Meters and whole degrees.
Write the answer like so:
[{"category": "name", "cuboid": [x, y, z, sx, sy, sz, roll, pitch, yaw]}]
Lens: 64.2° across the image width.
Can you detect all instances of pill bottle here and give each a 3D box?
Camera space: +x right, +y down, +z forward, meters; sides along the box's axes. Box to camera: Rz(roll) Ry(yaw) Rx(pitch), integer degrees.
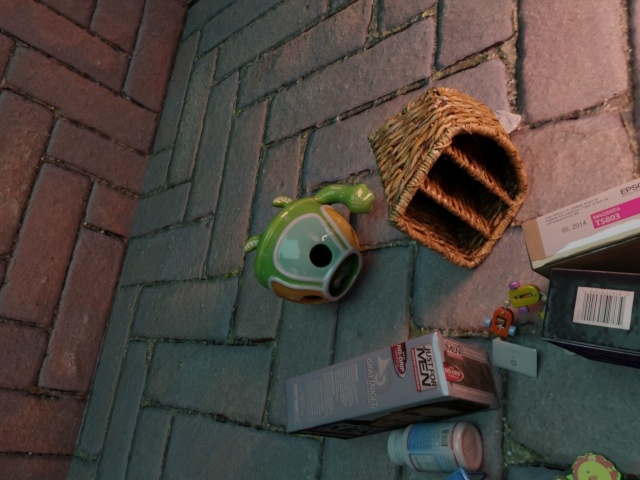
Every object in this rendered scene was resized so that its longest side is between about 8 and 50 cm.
[{"category": "pill bottle", "cuboid": [0.208, 0.382, 0.944, 0.160, 0.087, 0.087, -20, 58, 40]}]

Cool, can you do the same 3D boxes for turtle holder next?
[{"category": "turtle holder", "cuboid": [-0.002, 0.017, 1.263, 0.228, 0.243, 0.320, 29, 53, 34]}]

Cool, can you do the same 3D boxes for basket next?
[{"category": "basket", "cuboid": [0.267, -0.112, 0.958, 0.214, 0.299, 0.222, -33, 48, 30]}]

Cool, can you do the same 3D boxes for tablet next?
[{"category": "tablet", "cuboid": [0.349, 0.212, 0.920, 0.083, 0.006, 0.054, 8, 108, 48]}]

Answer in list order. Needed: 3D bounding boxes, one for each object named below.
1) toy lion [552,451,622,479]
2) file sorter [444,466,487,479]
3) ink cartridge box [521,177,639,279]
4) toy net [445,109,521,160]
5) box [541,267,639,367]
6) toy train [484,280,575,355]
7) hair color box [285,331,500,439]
[{"category": "toy lion", "cuboid": [0.415, 0.380, 0.775, 0.096, 0.034, 0.100, -35, 49, 21]}, {"category": "file sorter", "cuboid": [0.261, 0.480, 0.829, 0.118, 0.105, 0.170, -50, 43, 18]}, {"category": "ink cartridge box", "cuboid": [0.463, -0.003, 0.780, 0.235, 0.193, 0.088, -25, 55, 36]}, {"category": "toy net", "cuboid": [0.340, -0.248, 1.143, 0.232, 0.045, 0.122, -6, 65, 43]}, {"category": "box", "cuboid": [0.439, 0.120, 0.736, 0.153, 0.207, 0.108, 2, 73, 48]}, {"category": "toy train", "cuboid": [0.384, 0.137, 0.914, 0.166, 0.046, 0.125, 12, 107, 38]}, {"category": "hair color box", "cuboid": [0.125, 0.298, 0.995, 0.375, 0.185, 0.113, -28, 53, 35]}]
